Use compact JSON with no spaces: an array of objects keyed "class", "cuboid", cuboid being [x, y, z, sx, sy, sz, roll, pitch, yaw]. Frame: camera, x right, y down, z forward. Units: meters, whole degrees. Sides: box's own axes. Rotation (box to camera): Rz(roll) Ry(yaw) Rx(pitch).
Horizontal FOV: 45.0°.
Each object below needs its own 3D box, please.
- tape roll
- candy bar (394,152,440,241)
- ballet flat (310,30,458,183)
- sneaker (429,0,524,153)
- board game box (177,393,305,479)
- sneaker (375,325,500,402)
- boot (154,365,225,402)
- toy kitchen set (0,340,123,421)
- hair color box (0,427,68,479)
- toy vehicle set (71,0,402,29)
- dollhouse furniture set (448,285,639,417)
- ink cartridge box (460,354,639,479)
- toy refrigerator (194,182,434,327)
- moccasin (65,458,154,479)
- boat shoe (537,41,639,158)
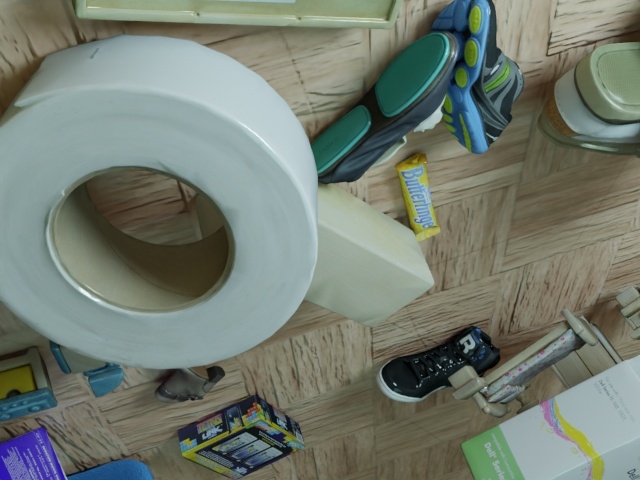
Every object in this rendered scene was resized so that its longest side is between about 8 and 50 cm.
[{"class":"tape roll","cuboid":[-0.143,-0.024,0.656,0.286,0.100,0.286,0,127,0]},{"class":"candy bar","cuboid":[0.115,-0.048,0.909,0.040,0.018,0.161,-22,145,0]},{"class":"ballet flat","cuboid":[0.069,-0.120,0.750,0.074,0.074,0.203,16,136,-41]},{"class":"sneaker","cuboid":[0.155,-0.166,0.752,0.078,0.067,0.188,-39,144,-12]},{"class":"board game box","cuboid":[-0.122,0.317,1.231,0.141,0.048,0.170,-26,144,9]},{"class":"sneaker","cuboid":[0.191,0.181,1.203,0.216,0.079,0.121,0,136,-40]},{"class":"boot","cuboid":[-0.187,0.188,1.038,0.087,0.042,0.118,-31,143,15]},{"class":"toy kitchen set","cuboid":[-0.308,0.131,0.833,0.166,0.122,0.207,-14,143,-11]},{"class":"hair color box","cuboid":[-0.444,0.323,0.890,0.185,0.110,0.339,-26,176,-1]},{"class":"toy vehicle set","cuboid":[-0.045,-0.238,0.567,0.266,0.035,0.166,-4,141,-23]},{"class":"dollhouse furniture set","cuboid":[0.411,0.205,1.179,0.303,0.174,0.355,-40,154,18]},{"class":"ink cartridge box","cuboid":[0.418,0.316,1.162,0.353,0.119,0.207,-31,132,10]},{"class":"toy refrigerator","cuboid":[0.000,0.000,0.849,0.102,0.094,0.269,-38,138,25]},{"class":"moccasin","cuboid":[-0.417,0.431,1.154,0.341,0.138,0.117,-5,145,-20]},{"class":"boat shoe","cuboid":[0.367,-0.153,0.844,0.302,0.113,0.103,-2,160,-28]}]
